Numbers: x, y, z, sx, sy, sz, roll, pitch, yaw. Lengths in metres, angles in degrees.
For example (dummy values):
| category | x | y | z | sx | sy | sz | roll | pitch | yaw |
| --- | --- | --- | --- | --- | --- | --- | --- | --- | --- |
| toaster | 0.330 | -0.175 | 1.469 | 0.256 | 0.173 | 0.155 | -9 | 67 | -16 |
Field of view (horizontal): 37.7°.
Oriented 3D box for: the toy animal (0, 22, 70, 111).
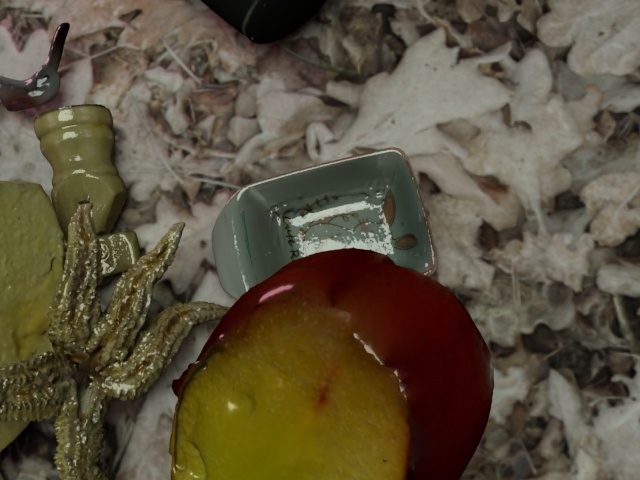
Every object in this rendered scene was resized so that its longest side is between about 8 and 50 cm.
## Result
| category | x | y | z | sx | sy | sz | roll | pitch | yaw |
| --- | --- | --- | --- | --- | --- | --- | --- | --- | --- |
| toy animal | -0.438 | -0.135 | 1.095 | 0.324 | 0.090 | 0.195 | -16 | 72 | 2 |

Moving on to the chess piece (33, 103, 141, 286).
| category | x | y | z | sx | sy | sz | roll | pitch | yaw |
| --- | --- | --- | --- | --- | --- | --- | --- | --- | --- |
| chess piece | -0.263 | -0.047 | 1.066 | 0.090 | 0.090 | 0.200 | -13 | 83 | 1 |

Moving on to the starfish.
| category | x | y | z | sx | sy | sz | roll | pitch | yaw |
| --- | --- | --- | --- | --- | --- | --- | --- | --- | --- |
| starfish | -0.238 | 0.095 | 0.957 | 0.301 | 0.084 | 0.293 | 39 | 70 | -24 |

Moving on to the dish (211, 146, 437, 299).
| category | x | y | z | sx | sy | sz | roll | pitch | yaw |
| --- | --- | --- | --- | --- | --- | --- | --- | --- | --- |
| dish | 0.000 | 0.000 | 1.027 | 0.234 | 0.064 | 0.154 | -13 | 72 | 0 |

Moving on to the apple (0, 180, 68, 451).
| category | x | y | z | sx | sy | sz | roll | pitch | yaw |
| --- | --- | --- | --- | --- | --- | --- | --- | --- | --- |
| apple | -0.426 | 0.082 | 0.951 | 0.314 | 0.252 | 0.309 | 3 | 93 | 1 |

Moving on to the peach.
| category | x | y | z | sx | sy | sz | roll | pitch | yaw |
| --- | --- | --- | --- | --- | --- | --- | --- | --- | --- |
| peach | -0.004 | 0.174 | 0.864 | 0.281 | 0.281 | 0.338 | 39 | 79 | 15 |

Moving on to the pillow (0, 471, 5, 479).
| category | x | y | z | sx | sy | sz | roll | pitch | yaw |
| --- | --- | --- | --- | --- | --- | --- | --- | --- | --- |
| pillow | -0.417 | 0.327 | 0.981 | 0.217 | 0.033 | 0.130 | -33 | 74 | -5 |

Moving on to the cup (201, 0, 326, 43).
| category | x | y | z | sx | sy | sz | roll | pitch | yaw |
| --- | --- | --- | --- | --- | --- | --- | --- | --- | --- |
| cup | -0.058 | -0.342 | 1.099 | 0.223 | 0.169 | 0.176 | -33 | 74 | -37 |
